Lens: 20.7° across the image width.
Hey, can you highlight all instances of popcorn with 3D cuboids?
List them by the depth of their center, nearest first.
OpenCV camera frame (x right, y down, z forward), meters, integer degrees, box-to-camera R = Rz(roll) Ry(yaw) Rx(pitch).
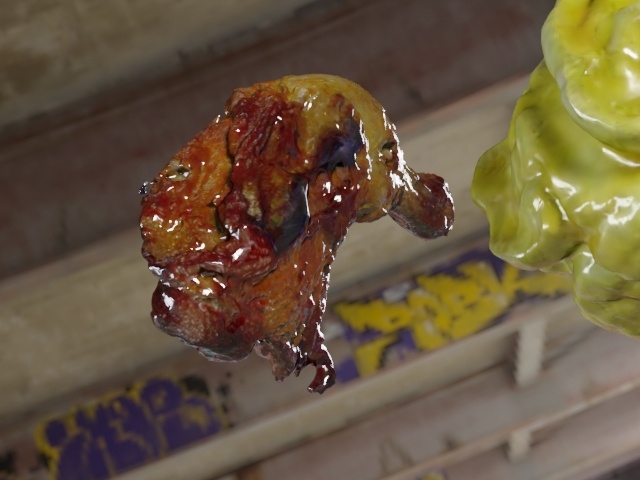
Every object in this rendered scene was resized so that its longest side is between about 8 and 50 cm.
[{"bbox_3d":[0.198,-0.048,0.878,0.235,0.181,0.217,4,-20,-1],"label":"popcorn"}]

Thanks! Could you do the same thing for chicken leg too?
[{"bbox_3d":[-0.003,-0.012,1.066,0.083,0.177,0.322,-7,26,31],"label":"chicken leg"}]
